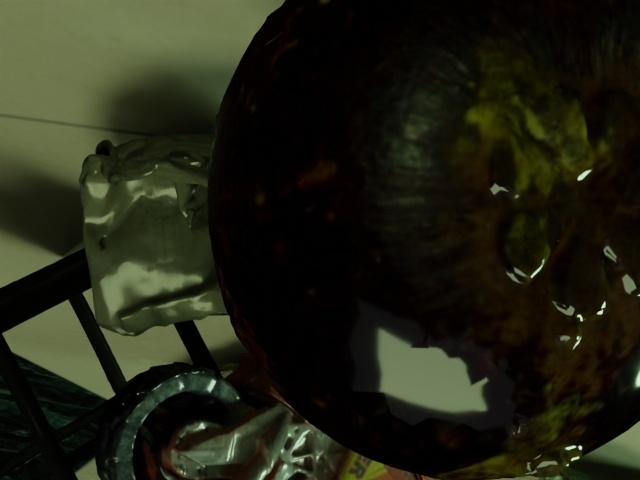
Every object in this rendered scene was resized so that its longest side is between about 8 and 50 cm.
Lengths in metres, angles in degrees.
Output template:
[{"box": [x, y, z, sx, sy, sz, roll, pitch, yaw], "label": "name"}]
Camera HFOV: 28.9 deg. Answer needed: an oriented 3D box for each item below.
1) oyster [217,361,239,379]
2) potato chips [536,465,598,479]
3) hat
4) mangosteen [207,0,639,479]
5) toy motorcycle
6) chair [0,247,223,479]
[{"box": [-0.029, 0.120, 0.973, 0.129, 0.079, 0.345, 46, 148, -20], "label": "oyster"}, {"box": [0.269, 0.235, 1.099, 0.167, 0.059, 0.228, 0, 151, 13], "label": "potato chips"}, {"box": [0.000, 0.000, 0.660, 0.244, 0.149, 0.214, -19, -160, -42], "label": "hat"}, {"box": [0.045, -0.015, 0.461, 0.192, 0.192, 0.217, 19, 178, -16], "label": "mangosteen"}, {"box": [0.005, 0.136, 0.744, 0.298, 0.171, 0.089, -6, -167, -36], "label": "toy motorcycle"}, {"box": [-0.185, 0.040, 0.779, 0.154, 0.141, 0.260, -21, 96, 53], "label": "chair"}]
